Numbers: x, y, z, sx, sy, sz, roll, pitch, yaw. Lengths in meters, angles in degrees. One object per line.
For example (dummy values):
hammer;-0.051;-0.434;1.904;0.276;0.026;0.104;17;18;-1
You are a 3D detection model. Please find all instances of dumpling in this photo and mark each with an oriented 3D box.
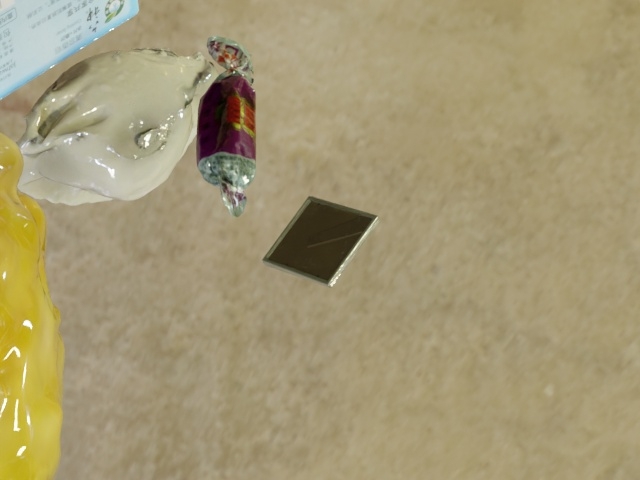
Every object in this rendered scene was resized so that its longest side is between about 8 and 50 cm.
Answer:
dumpling;-0.202;-0.098;1.603;0.247;0.172;0.142;-22;61;-28

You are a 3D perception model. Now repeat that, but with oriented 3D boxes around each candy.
candy;-0.074;-0.089;1.257;0.045;0.043;0.175;28;43;-32

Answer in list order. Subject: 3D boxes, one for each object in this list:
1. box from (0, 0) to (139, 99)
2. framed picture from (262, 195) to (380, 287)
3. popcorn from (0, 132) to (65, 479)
box;-0.260;-0.203;1.291;0.083;0.143;0.232;32;54;28
framed picture;0.000;0.000;1.196;0.006;0.089;0.066;46;73;-34
popcorn;-0.208;0.061;0.571;0.190;0.191;0.253;51;50;-35
